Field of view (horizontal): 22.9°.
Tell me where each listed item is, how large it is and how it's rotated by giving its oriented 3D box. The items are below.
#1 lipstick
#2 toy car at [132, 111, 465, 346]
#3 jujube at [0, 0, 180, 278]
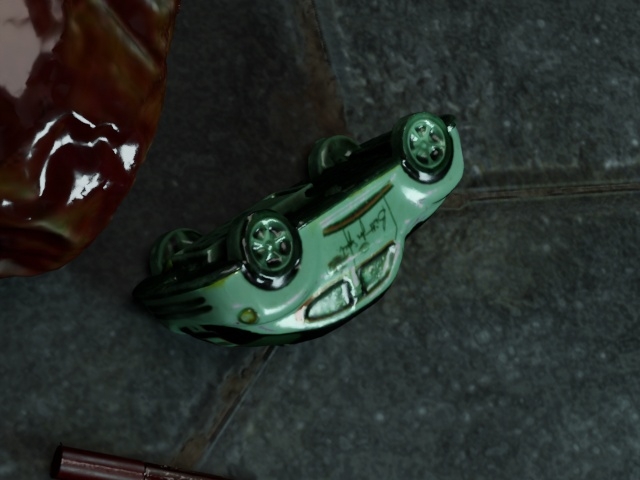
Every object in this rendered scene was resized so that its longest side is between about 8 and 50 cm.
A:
[{"bbox_3d":[-0.112,0.180,1.170,0.176,0.027,0.027,15,62,-22],"label":"lipstick"},{"bbox_3d":[0.000,0.000,1.246,0.306,0.136,0.125,-31,102,-35],"label":"toy car"},{"bbox_3d":[-0.237,-0.164,1.128,0.276,0.276,0.377,5,67,-24],"label":"jujube"}]
